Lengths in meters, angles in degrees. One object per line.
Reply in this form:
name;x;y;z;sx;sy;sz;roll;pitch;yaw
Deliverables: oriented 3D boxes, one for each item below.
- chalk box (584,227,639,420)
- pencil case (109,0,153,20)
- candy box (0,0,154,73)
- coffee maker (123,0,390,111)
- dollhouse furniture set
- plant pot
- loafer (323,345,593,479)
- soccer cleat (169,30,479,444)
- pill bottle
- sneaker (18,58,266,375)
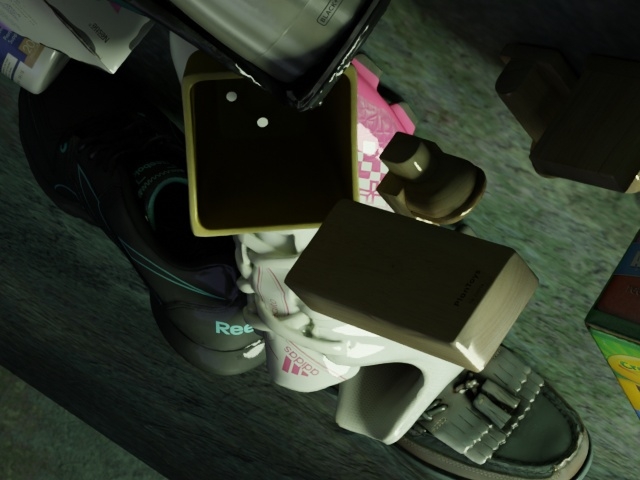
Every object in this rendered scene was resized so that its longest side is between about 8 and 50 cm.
chalk box;0.205;0.031;0.766;0.132;0.132;0.213;21;159;38
pencil case;-0.095;-0.149;0.891;0.151;0.064;0.070;24;140;-37
candy box;-0.185;-0.183;0.991;0.196;0.070;0.165;26;163;48
coffee maker;-0.065;-0.140;0.794;0.178;0.120;0.171;32;163;-14
dollhouse furniture set;0.101;0.008;0.874;0.144;0.151;0.123;18;158;48
plant pot;-0.026;-0.058;0.916;0.083;0.081;0.081;-104;11;-65
loafer;0.062;0.088;1.296;0.267;0.096;0.084;28;157;28
soccer cleat;0.000;0.000;1.060;0.116;0.143;0.331;20;158;41
pill bottle;-0.205;-0.149;1.168;0.120;0.067;0.067;34;164;-2
sneaker;-0.106;-0.039;1.198;0.267;0.101;0.106;47;159;28
